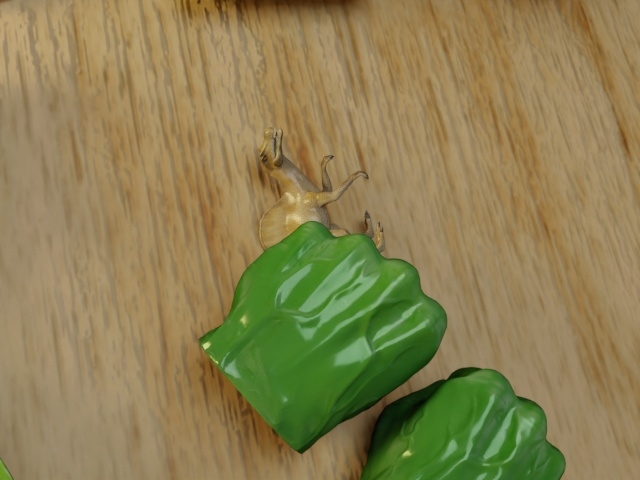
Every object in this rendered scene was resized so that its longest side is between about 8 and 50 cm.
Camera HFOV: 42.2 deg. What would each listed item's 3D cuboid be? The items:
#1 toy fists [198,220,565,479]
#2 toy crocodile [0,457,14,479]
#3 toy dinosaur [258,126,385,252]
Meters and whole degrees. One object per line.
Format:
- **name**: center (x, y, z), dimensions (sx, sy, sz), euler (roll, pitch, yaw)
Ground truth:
- **toy fists**: center (0.053, 0.113, 0.578), dimensions (0.142, 0.096, 0.279), euler (-42, 90, -5)
- **toy crocodile**: center (-0.193, 0.209, 0.464), dimensions (0.115, 0.105, 0.340), euler (-35, 89, -29)
- **toy dinosaur**: center (0.000, 0.000, 0.651), dimensions (0.092, 0.053, 0.183), euler (-12, 86, -6)
